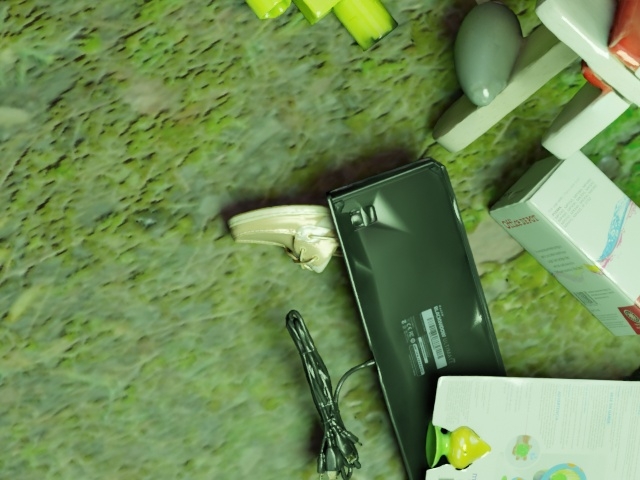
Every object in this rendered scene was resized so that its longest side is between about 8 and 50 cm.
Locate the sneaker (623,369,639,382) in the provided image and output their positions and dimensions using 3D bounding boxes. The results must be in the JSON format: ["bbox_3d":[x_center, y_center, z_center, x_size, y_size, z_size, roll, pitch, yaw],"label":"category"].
[{"bbox_3d":[0.398,0.148,1.618,0.237,0.085,0.086,-7,113,-3],"label":"sneaker"}]

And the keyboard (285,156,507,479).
[{"bbox_3d":[0.064,0.101,1.556,0.201,0.033,0.317,-20,102,-17],"label":"keyboard"}]

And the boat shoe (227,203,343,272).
[{"bbox_3d":[0.000,0.000,1.566,0.170,0.063,0.059,0,81,-10],"label":"boat shoe"}]

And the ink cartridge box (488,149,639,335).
[{"bbox_3d":[0.254,0.003,1.574,0.175,0.127,0.072,44,80,-5],"label":"ink cartridge box"}]

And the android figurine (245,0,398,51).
[{"bbox_3d":[0.007,-0.319,1.590,0.248,0.056,0.273,-37,95,-9],"label":"android figurine"}]

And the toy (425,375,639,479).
[{"bbox_3d":[0.209,0.184,1.571,0.237,0.056,0.137,2,107,-14],"label":"toy"}]

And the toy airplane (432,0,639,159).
[{"bbox_3d":[0.261,-0.239,1.464,0.386,0.384,0.272,-37,86,-8],"label":"toy airplane"}]
